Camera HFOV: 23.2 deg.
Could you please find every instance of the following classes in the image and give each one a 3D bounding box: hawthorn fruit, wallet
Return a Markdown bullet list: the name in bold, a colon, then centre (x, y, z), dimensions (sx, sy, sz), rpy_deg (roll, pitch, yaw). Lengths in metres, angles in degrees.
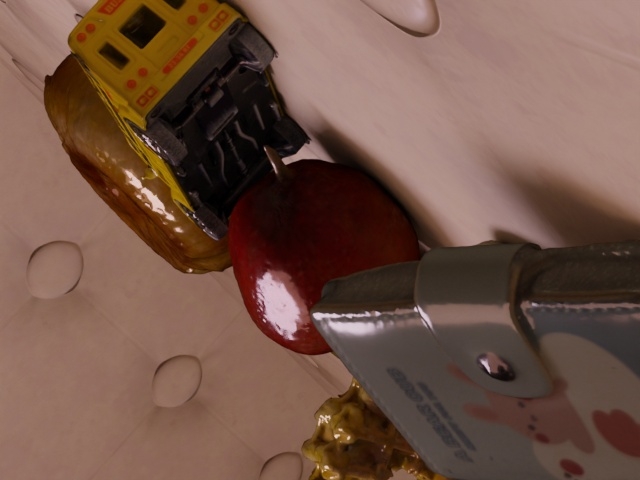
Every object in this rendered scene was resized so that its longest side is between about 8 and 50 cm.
- **hawthorn fruit**: centre (0.000, 0.000, 1.537), dimensions (0.189, 0.189, 0.251), rpy_deg (35, 152, 42)
- **wallet**: centre (0.166, 0.100, 1.155), dimensions (0.360, 0.083, 0.252), rpy_deg (-5, 131, 46)

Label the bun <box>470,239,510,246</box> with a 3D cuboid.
- **bun**: centre (0.181, 0.115, 1.337), dimensions (0.229, 0.145, 0.229), rpy_deg (44, 175, 5)

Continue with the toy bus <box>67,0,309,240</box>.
- **toy bus**: centre (-0.125, -0.128, 1.498), dimensions (0.152, 0.144, 0.330), rpy_deg (39, 170, 16)

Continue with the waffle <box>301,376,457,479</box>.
- **waffle**: centre (0.146, 0.278, 1.932), dimensions (0.324, 0.261, 0.151), rpy_deg (42, 175, -20)

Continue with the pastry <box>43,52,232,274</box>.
- **pastry**: centre (-0.207, -0.105, 1.984), dimensions (0.356, 0.164, 0.356), rpy_deg (46, 171, 10)

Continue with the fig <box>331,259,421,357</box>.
- **fig**: centre (0.075, 0.064, 1.666), dimensions (0.186, 0.148, 0.142), rpy_deg (-30, 95, 42)
